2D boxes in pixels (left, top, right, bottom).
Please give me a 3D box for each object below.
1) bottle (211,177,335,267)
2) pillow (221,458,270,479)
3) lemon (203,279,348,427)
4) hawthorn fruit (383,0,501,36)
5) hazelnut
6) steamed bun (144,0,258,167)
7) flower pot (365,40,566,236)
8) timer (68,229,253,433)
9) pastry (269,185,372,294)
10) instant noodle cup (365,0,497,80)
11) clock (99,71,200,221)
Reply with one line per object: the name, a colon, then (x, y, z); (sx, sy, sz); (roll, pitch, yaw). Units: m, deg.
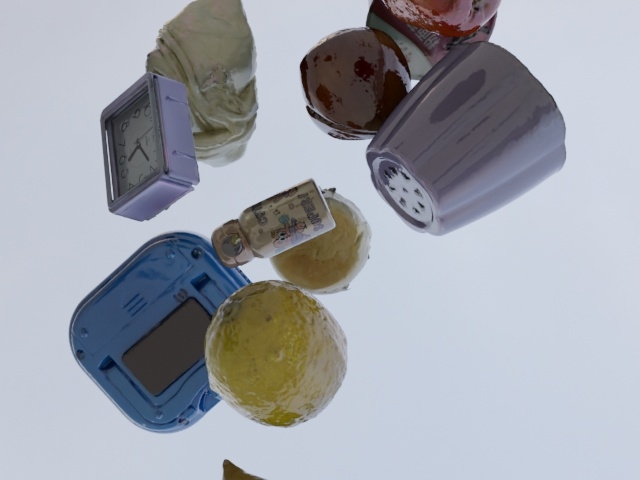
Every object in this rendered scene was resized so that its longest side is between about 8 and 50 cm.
bottle: (-0.086, -0.022, 1.582); (0.209, 0.097, 0.110); (-25, -176, 2)
pillow: (-0.067, 0.494, 1.345); (0.312, 0.119, 0.310); (-5, -101, 48)
lemon: (-0.063, 0.155, 1.269); (0.192, 0.231, 0.192); (-30, -146, 23)
hawthorn fruit: (0.167, -0.367, 1.260); (0.189, 0.189, 0.189); (-25, -130, 33)
hazelnut: (0.064, -0.253, 1.558); (0.208, 0.208, 0.208); (-25, -130, 33)
steamed bun: (-0.235, -0.300, 1.754); (0.275, 0.206, 0.320); (176, -94, -72)
flower pot: (0.216, -0.145, 1.453); (0.243, 0.265, 0.265); (-38, -144, -19)
timer: (-0.271, 0.168, 1.677); (0.340, 0.309, 0.115); (-41, -176, 5)
pastry: (0.000, 0.002, 2.184); (0.265, 0.265, 0.133); (-47, -175, 12)
instant noodle cup: (0.185, -0.433, 1.670); (0.234, 0.234, 0.178); (-37, -145, 23)
clock: (-0.266, -0.143, 1.418); (0.144, 0.073, 0.193); (-30, -120, 36)
